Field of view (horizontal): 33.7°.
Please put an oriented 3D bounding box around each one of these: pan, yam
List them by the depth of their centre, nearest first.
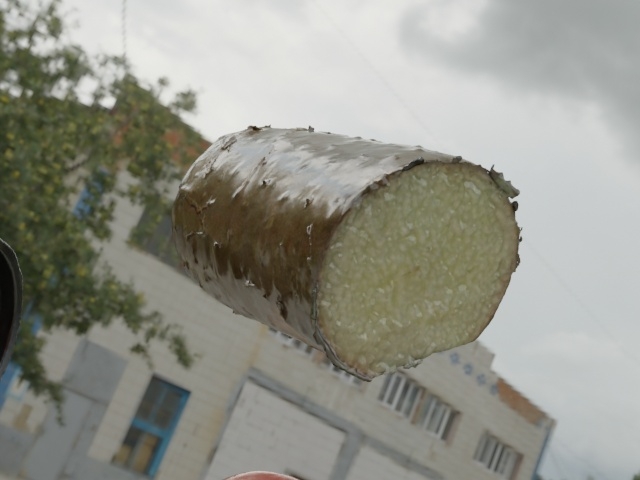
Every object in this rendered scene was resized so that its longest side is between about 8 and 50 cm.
[{"bbox_3d":[0.000,-0.002,0.626,0.129,0.128,0.238,22,-3,-30],"label":"yam"},{"bbox_3d":[-0.246,0.026,0.703,0.028,0.136,0.235,14,-46,9],"label":"pan"}]

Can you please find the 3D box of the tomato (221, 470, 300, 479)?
[{"bbox_3d":[-0.044,0.303,0.945,0.187,0.187,0.151,20,15,12],"label":"tomato"}]
